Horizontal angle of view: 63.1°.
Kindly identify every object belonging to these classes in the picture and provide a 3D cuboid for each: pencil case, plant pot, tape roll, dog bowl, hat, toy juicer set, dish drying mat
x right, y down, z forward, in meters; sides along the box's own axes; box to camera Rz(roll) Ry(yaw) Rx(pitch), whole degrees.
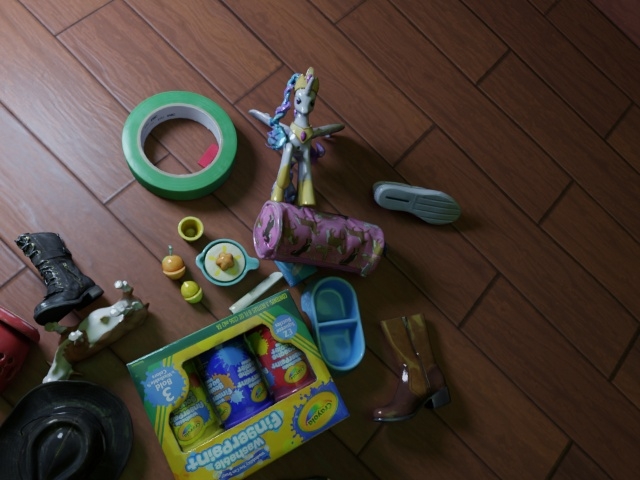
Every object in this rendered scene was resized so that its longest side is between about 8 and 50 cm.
[{"bbox_3d":[0.000,0.000,1.460,0.386,0.167,0.160,12,107,-32],"label":"pencil case"},{"bbox_3d":[-0.786,0.245,1.227,0.191,0.191,0.174,31,65,-4],"label":"plant pot"},{"bbox_3d":[-0.408,-0.279,1.528,0.321,0.077,0.321,3,73,-11],"label":"tape roll"},{"bbox_3d":[0.042,0.241,1.504,0.166,0.074,0.297,-5,75,-16],"label":"dog bowl"},{"bbox_3d":[-0.595,0.493,1.188,0.331,0.134,0.331,1,87,-18],"label":"hat"},{"bbox_3d":[-0.285,0.094,1.453,0.329,0.089,0.209,31,69,-5],"label":"toy juicer set"},{"bbox_3d":[-0.337,-0.257,1.583,0.032,0.008,0.083,33,68,-2],"label":"dish drying mat"}]

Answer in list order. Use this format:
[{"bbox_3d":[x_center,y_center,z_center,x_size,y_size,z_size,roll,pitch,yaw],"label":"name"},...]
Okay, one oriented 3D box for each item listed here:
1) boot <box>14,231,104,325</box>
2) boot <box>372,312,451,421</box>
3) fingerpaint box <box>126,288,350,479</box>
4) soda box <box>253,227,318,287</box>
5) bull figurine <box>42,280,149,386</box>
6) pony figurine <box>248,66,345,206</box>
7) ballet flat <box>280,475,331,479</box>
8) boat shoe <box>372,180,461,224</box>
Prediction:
[{"bbox_3d":[-0.676,0.082,1.290,0.091,0.263,0.229,-38,93,7],"label":"boot"},{"bbox_3d":[0.231,0.363,1.506,0.264,0.096,0.280,-13,77,-17],"label":"boot"},{"bbox_3d":[-0.209,0.390,1.347,0.445,0.163,0.371,-23,81,-19],"label":"fingerpaint box"},{"bbox_3d":[-0.102,0.026,1.521,0.071,0.067,0.210,-27,81,-44],"label":"soda box"},{"bbox_3d":[-0.571,0.231,1.301,0.101,0.188,0.310,43,62,14],"label":"bull figurine"},{"bbox_3d":[-0.064,-0.284,1.517,0.303,0.351,0.363,5,92,-9],"label":"pony figurine"},{"bbox_3d":[-0.044,0.658,1.374,0.173,0.049,0.057,1,75,-14],"label":"ballet flat"},{"bbox_3d":[0.309,-0.134,1.667,0.302,0.109,0.094,15,29,-18],"label":"boat shoe"}]
